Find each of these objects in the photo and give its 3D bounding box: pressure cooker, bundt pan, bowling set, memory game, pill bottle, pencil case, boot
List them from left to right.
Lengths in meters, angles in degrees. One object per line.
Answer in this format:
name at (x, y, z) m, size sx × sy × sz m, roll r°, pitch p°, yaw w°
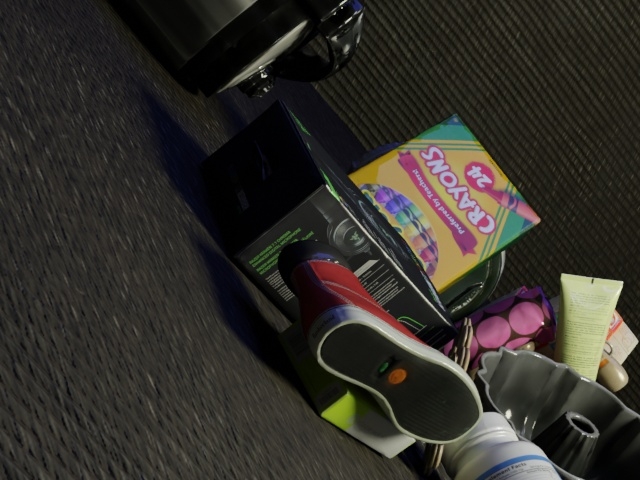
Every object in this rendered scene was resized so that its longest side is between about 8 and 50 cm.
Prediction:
pressure cooker at (-0.108, -0.400, 1.954) m, size 0.420 × 0.375 × 0.370 m, roll 51°, pitch 28°, yaw -7°
boot at (0.059, 0.095, 1.407) m, size 0.244 × 0.088 × 0.176 m, roll 39°, pitch 13°, yaw -35°
memory game at (0.144, 0.177, 1.581) m, size 0.012 × 0.186 × 0.186 m, roll 15°, pitch 9°, yaw 1°
pencil case at (0.257, 0.151, 2.102) m, size 0.095 × 0.209 × 0.098 m, roll -102°, pitch 165°, yaw -58°
pill bottle at (0.220, 0.303, 1.553) m, size 0.124 × 0.124 × 0.221 m, roll 43°, pitch 12°, yaw -48°
bowling set at (0.318, 0.244, 2.175) m, size 0.154 × 0.287 × 0.200 m, roll 52°, pitch 40°, yaw -1°
bundt pan at (0.327, 0.295, 1.907) m, size 0.331 × 0.124 × 0.331 m, roll 25°, pitch 23°, yaw -11°

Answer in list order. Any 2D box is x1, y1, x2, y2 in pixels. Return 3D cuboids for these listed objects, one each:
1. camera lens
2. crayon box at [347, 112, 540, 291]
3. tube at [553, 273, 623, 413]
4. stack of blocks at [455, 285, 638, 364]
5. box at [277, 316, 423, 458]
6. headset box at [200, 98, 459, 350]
camera lens at (0.150, -0.010, 2.165) m, size 0.219 × 0.219 × 0.274 m, roll 48°, pitch 9°, yaw -28°
crayon box at (0.131, -0.024, 1.926) m, size 0.202 × 0.318 × 0.081 m, roll 52°, pitch -35°, yaw 8°
tube at (0.381, 0.168, 2.059) m, size 0.070 × 0.240 × 0.062 m, roll -7°, pitch 21°, yaw -42°
stack of blocks at (0.354, 0.169, 2.306) m, size 0.171 × 0.297 × 0.087 m, roll 53°, pitch 48°, yaw -4°
box at (0.033, 0.155, 1.435) m, size 0.178 × 0.042 × 0.109 m, roll 40°, pitch 14°, yaw -52°
headset box at (0.000, 0.000, 1.611) m, size 0.283 × 0.131 × 0.246 m, roll 47°, pitch 9°, yaw -29°
